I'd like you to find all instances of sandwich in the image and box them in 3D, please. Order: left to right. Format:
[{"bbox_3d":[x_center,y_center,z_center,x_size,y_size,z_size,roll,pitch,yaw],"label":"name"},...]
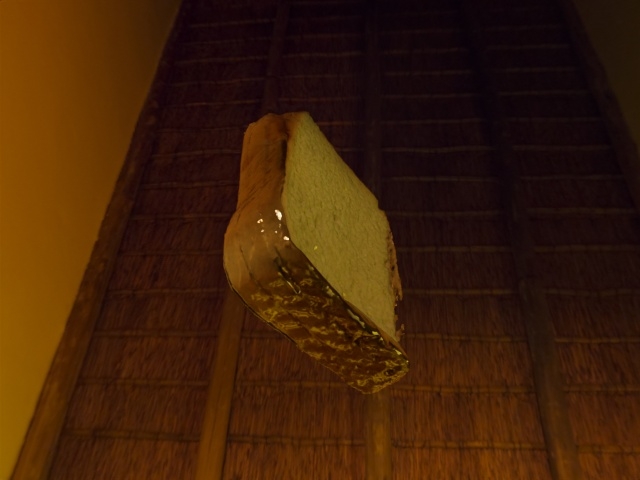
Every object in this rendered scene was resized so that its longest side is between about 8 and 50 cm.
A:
[{"bbox_3d":[-0.001,0.000,0.544,0.087,0.251,0.226,-28,-54,21],"label":"sandwich"}]
